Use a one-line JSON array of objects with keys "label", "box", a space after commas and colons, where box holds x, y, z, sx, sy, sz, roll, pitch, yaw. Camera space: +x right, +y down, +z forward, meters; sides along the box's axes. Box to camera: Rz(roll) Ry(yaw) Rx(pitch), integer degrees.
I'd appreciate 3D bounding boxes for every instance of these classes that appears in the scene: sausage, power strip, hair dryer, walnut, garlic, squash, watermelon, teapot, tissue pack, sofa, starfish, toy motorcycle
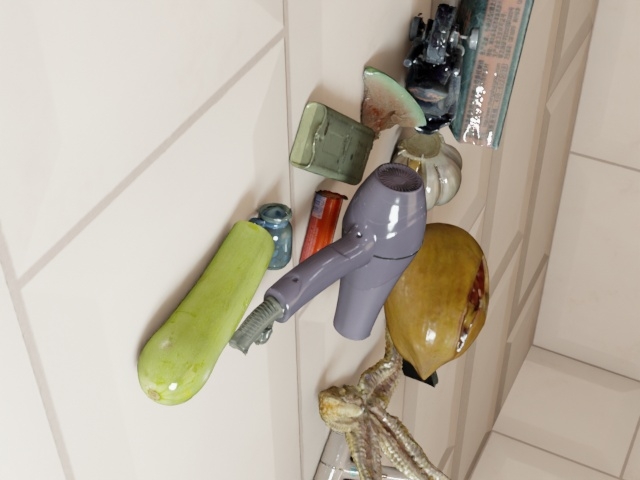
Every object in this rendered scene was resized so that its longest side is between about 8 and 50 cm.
[{"label": "sausage", "box": [0.000, 0.000, 1.459, 0.048, 0.050, 0.145, -141, -118, -66]}, {"label": "power strip", "box": [0.027, -0.133, 1.431, 0.268, 0.034, 0.092, 7, 100, -69]}, {"label": "hair dryer", "box": [0.099, 0.457, 1.866, 0.053, 0.220, 0.195, 147, -37, -88]}, {"label": "walnut", "box": [0.208, 0.112, 1.855, 0.203, 0.203, 0.298, 46, 54, -67]}, {"label": "garlic", "box": [0.171, -0.095, 1.740, 0.131, 0.127, 0.194, -55, 174, -46]}, {"label": "squash", "box": [-0.130, 0.086, 1.154, 0.083, 0.083, 0.250, 84, 29, -48]}, {"label": "watermelon", "box": [0.105, -0.208, 1.523, 0.080, 0.101, 0.155, -45, 139, -30]}, {"label": "hair dryer", "box": [-0.001, 0.069, 1.382, 0.361, 0.121, 0.301, -29, 147, -41]}, {"label": "teapot", "box": [-0.068, -0.005, 1.294, 0.049, 0.063, 0.083, -100, -169, -59]}, {"label": "tissue pack", "box": [0.291, -0.342, 1.752, 0.228, 0.103, 0.316, -92, -169, -69]}, {"label": "sofa", "box": [0.224, 0.264, 2.207, 0.060, 0.085, 0.147, -61, 157, -20]}, {"label": "starfish", "box": [0.119, 0.326, 1.797, 0.132, 0.384, 0.398, -37, 163, 21]}, {"label": "toy motorcycle", "box": [0.187, -0.265, 1.612, 0.307, 0.108, 0.173, 41, 62, -81]}]

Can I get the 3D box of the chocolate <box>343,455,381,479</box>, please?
[{"label": "chocolate", "box": [0.061, 0.537, 1.985, 0.148, 0.126, 0.343, -15, 128, -16]}]
